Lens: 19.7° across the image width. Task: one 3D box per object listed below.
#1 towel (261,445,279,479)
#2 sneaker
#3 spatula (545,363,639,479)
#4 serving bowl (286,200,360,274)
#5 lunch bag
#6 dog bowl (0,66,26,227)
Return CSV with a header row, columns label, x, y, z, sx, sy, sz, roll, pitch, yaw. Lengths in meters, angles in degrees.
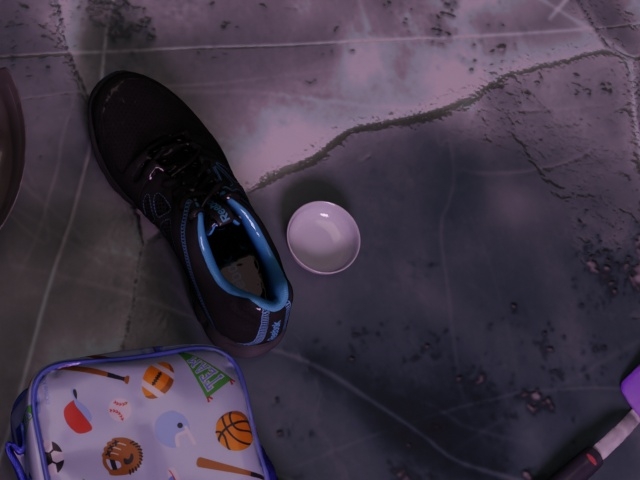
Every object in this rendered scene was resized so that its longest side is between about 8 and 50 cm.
label,x,y,z,sx,sy,sz,roll,pitch,yaw
towel,-0.135,0.292,1.859,0.228,0.076,0.308,-30,82,-30
sneaker,-0.124,-0.046,1.930,0.125,0.139,0.341,-31,82,-20
spatula,0.317,0.222,2.032,0.296,0.030,0.084,-37,85,-23
serving bowl,0.000,0.000,2.012,0.083,0.027,0.083,5,71,-16
lunch bag,-0.173,0.246,1.756,0.243,0.115,0.303,-7,73,-22
dog bowl,-0.476,-0.092,1.862,0.349,0.102,0.349,5,71,-15
